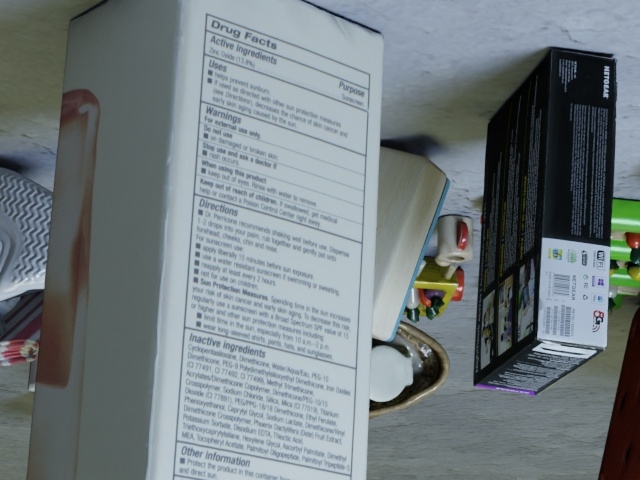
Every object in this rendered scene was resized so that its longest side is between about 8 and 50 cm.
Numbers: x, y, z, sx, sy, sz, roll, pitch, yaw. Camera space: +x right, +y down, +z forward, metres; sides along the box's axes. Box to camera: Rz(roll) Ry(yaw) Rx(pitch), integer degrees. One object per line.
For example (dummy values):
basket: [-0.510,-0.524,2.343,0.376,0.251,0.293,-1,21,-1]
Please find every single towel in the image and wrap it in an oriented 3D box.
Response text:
towel: [-0.276,0.069,1.588,0.197,0.029,0.144,-5,-158,24]

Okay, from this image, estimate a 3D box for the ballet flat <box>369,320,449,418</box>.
ballet flat: [-0.033,0.108,1.485,0.342,0.116,0.124,-1,178,-41]

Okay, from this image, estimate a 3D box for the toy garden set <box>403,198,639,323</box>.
toy garden set: [0.162,0.025,1.486,0.204,0.049,0.244,5,163,-9]

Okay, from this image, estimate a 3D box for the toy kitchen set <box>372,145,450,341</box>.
toy kitchen set: [0.000,0.000,1.380,0.207,0.122,0.166,16,172,29]

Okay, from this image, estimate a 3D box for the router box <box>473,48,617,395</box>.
router box: [0.134,-0.008,1.164,0.046,0.179,0.133,8,163,-10]

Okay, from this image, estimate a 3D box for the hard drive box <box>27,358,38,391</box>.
hard drive box: [-0.109,0.088,1.664,0.181,0.089,0.232,18,157,-39]

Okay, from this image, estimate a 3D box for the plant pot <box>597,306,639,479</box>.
plant pot: [0.365,0.148,1.548,0.236,0.267,0.267,16,162,-1]

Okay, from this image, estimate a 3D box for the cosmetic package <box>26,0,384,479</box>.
cosmetic package: [-0.062,0.017,1.078,0.153,0.296,0.129,17,158,-36]

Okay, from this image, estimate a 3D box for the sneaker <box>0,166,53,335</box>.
sneaker: [-0.252,0.013,1.432,0.268,0.101,0.153,-2,164,33]
